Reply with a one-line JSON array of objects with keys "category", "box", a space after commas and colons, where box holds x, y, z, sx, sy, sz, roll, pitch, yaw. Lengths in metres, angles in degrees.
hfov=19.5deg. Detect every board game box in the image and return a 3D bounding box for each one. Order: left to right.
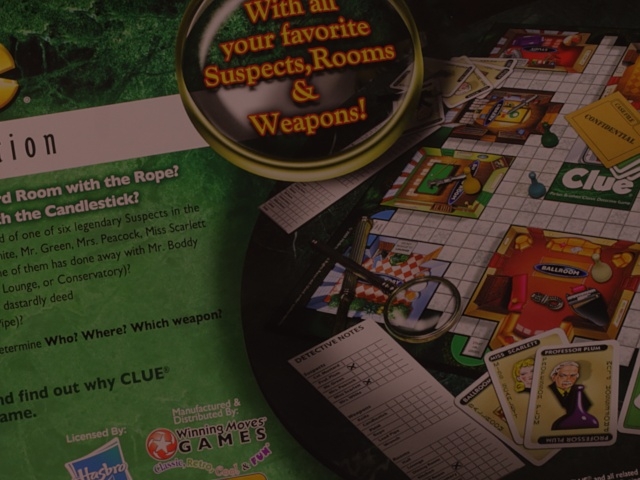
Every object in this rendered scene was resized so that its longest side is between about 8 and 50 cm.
[{"category": "board game box", "box": [0.000, 0.000, 0.403, 0.260, 0.030, 0.136, -8, -95, -4]}]
